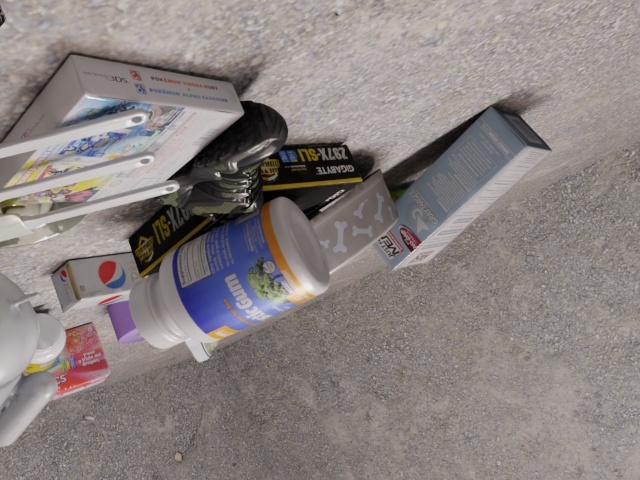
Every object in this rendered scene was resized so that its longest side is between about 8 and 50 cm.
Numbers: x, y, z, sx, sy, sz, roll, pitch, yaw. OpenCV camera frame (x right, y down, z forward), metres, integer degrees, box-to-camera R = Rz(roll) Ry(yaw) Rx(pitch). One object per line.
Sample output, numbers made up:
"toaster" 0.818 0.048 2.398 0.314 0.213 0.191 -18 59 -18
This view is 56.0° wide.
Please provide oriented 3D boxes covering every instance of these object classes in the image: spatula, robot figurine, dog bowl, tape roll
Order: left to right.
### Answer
"robot figurine" -0.503 0.167 0.774 0.300 0.200 0.353 30 105 -27
"spatula" -0.263 -0.050 0.558 0.242 0.019 0.168 -15 154 -7
"tape roll" -0.378 0.164 1.494 0.274 0.090 0.275 -22 170 -4
"dog bowl" 0.000 0.000 1.171 0.348 0.102 0.349 -34 -177 2

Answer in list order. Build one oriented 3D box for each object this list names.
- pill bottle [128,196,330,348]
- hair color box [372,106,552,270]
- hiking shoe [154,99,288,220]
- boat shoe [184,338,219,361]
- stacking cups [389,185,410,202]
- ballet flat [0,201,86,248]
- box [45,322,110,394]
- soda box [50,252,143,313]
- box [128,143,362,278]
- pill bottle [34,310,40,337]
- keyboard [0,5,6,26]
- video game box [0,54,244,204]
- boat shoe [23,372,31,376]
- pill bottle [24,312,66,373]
"pill bottle" -0.137 0.058 0.882 0.272 0.152 0.152 -26 169 14
"hair color box" 0.284 -0.100 1.268 0.374 0.114 0.185 -47 158 28
"hiking shoe" -0.101 -0.089 0.729 0.114 0.086 0.227 26 148 -37
"boat shoe" -0.287 0.232 1.499 0.094 0.109 0.302 -23 167 -11
"stacking cups" 0.238 -0.105 1.501 0.316 0.096 0.096 -22 171 -35
"ballet flat" -0.353 -0.026 0.640 0.213 0.072 0.068 -17 166 -25
"box" -0.698 0.329 1.496 0.300 0.142 0.154 -16 168 -30
"soda box" -0.362 0.069 1.086 0.069 0.074 0.216 -30 168 35
"box" -0.129 -0.047 0.995 0.257 0.079 0.322 -9 163 -47
"pill bottle" -0.577 0.184 1.050 0.131 0.131 0.229 -15 167 -38
"keyboard" -0.309 -0.117 0.411 0.180 0.023 0.108 -30 174 30
"video game box" -0.213 -0.101 0.620 0.205 0.048 0.187 -30 168 35
"boat shoe" -0.693 0.297 1.253 0.109 0.098 0.302 -30 153 -9
"pill bottle" -0.583 0.209 1.241 0.103 0.103 0.184 -16 167 -33
